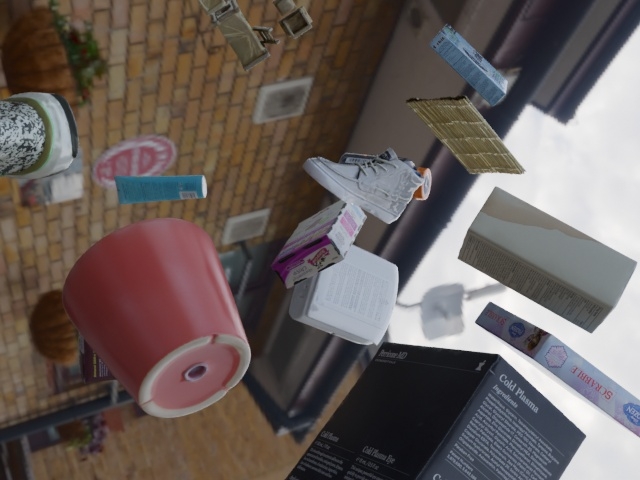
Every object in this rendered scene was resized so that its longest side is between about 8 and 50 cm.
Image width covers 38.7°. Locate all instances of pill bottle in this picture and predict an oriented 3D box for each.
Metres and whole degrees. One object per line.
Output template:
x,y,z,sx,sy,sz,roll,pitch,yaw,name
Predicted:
0.176,-0.167,2.499,0.246,0.130,0.130,8,-60,21,pill bottle

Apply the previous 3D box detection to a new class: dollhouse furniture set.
-0.131,-0.450,1.728,0.182,0.161,0.101,55,6,-28,dollhouse furniture set

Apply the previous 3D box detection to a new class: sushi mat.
0.323,-0.227,1.999,0.151,0.316,0.019,7,-112,41,sushi mat

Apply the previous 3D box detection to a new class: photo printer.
0.079,0.141,2.515,0.107,0.308,0.256,-2,-111,54,photo printer

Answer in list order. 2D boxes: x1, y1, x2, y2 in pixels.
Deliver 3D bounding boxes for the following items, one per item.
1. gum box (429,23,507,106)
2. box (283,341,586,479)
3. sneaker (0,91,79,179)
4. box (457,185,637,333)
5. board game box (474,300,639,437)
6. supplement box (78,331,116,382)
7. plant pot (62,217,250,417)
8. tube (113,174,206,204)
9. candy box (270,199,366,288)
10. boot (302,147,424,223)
0.314,-0.372,1.920,0.184,0.157,0.041,43,-67,-5,gum box
0.133,0.321,1.264,0.179,0.312,0.343,41,-16,-15,box
-0.578,-0.147,1.382,0.411,0.182,0.158,-11,-91,25,sneaker
0.441,0.040,1.797,0.311,0.121,0.148,30,-23,11,box
0.515,0.269,1.925,0.318,0.066,0.319,36,0,-13,board game box
-0.375,0.213,1.883,0.073,0.240,0.130,-161,-109,-65,supplement box
-0.253,0.138,1.501,0.243,0.275,0.274,53,-30,36,plant pot
-0.368,-0.119,2.096,0.052,0.207,0.080,-87,174,-59,tube
0.000,0.000,2.030,0.159,0.233,0.071,-29,-75,26,candy box
0.086,-0.128,1.694,0.123,0.258,0.095,-52,-132,13,boot
